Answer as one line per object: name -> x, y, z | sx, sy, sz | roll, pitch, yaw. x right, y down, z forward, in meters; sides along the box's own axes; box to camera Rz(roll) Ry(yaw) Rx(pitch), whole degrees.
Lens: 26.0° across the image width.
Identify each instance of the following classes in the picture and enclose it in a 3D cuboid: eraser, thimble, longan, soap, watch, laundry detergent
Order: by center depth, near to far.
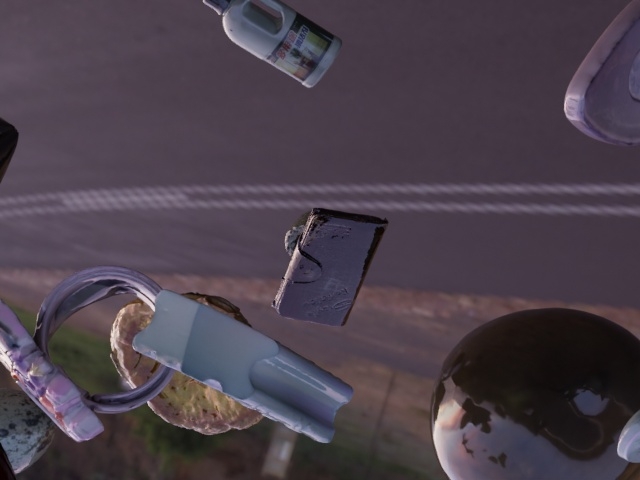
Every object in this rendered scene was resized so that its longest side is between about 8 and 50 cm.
eraser -> 0.360, -0.200, 1.706 | 0.059, 0.204, 0.243 | 19, -150, 34
soap -> -0.097, 0.170, 1.858 | 0.173, 0.095, 0.289 | 20, 170, 35
watch -> -0.318, 0.131, 1.911 | 0.244, 0.231, 0.196 | 49, 166, 0
longan -> 0.341, 0.262, 2.089 | 0.361, 0.361, 0.361 | 18, 170, 3
laundry detergent -> -0.083, -0.335, 2.186 | 0.225, 0.070, 0.099 | 31, 128, -14
thimble -> 0.000, 0.000, 2.287 | 0.110, 0.084, 0.062 | 20, -148, 10

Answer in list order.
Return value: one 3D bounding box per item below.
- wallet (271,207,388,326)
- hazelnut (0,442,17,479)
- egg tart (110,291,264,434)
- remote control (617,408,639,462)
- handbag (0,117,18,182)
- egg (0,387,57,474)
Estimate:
wallet -> 0.012, 0.044, 2.076 | 0.122, 0.031, 0.232 | 9, 135, -14
hazelnut -> -0.438, 0.293, 1.616 | 0.208, 0.208, 0.208 | 18, 170, 3
egg tart -> -0.213, 0.203, 2.493 | 0.341, 0.129, 0.341 | 14, 130, 17
remote control -> 0.429, 0.174, 1.479 | 0.256, 0.045, 0.097 | -16, 141, -10
handbag -> -0.455, -0.106, 1.262 | 0.285, 0.113, 0.257 | 32, -147, 15
egg -> -0.464, 0.280, 2.024 | 0.172, 0.132, 0.132 | -16, 159, 15
